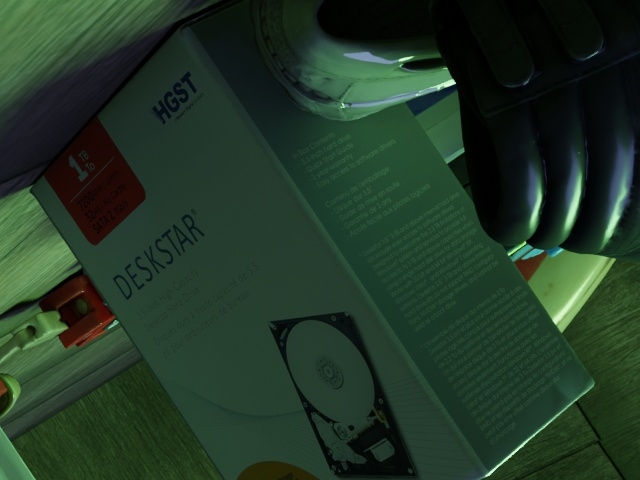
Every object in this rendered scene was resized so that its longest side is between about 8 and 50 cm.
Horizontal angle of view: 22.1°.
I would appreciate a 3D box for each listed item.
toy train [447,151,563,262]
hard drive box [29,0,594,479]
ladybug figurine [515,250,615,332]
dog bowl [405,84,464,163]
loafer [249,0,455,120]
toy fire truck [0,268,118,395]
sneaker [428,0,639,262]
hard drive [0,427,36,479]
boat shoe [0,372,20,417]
[{"bbox_3d":[0.122,-0.032,0.951,0.184,0.080,0.105,-34,172,-11],"label":"toy train"},{"bbox_3d":[-0.011,0.019,0.781,0.089,0.232,0.181,-32,176,-38],"label":"hard drive box"},{"bbox_3d":[0.123,-0.041,1.276,0.449,0.162,0.305,-55,-163,-10],"label":"ladybug figurine"},{"bbox_3d":[-0.003,-0.053,1.016,0.265,0.104,0.265,-35,178,-1],"label":"dog bowl"},{"bbox_3d":[0.119,-0.147,0.671,0.319,0.112,0.111,-33,-174,-7],"label":"loafer"},{"bbox_3d":[-0.206,0.063,1.279,0.135,0.047,0.192,-30,175,-44],"label":"toy fire truck"},{"bbox_3d":[0.116,-0.111,0.561,0.147,0.295,0.104,-3,-150,-9],"label":"sneaker"},{"bbox_3d":[-0.334,0.252,1.050,0.353,0.233,0.047,-34,177,-18],"label":"hard drive"},{"bbox_3d":[-0.318,0.147,1.500,0.135,0.050,0.045,-23,-172,35],"label":"boat shoe"}]
